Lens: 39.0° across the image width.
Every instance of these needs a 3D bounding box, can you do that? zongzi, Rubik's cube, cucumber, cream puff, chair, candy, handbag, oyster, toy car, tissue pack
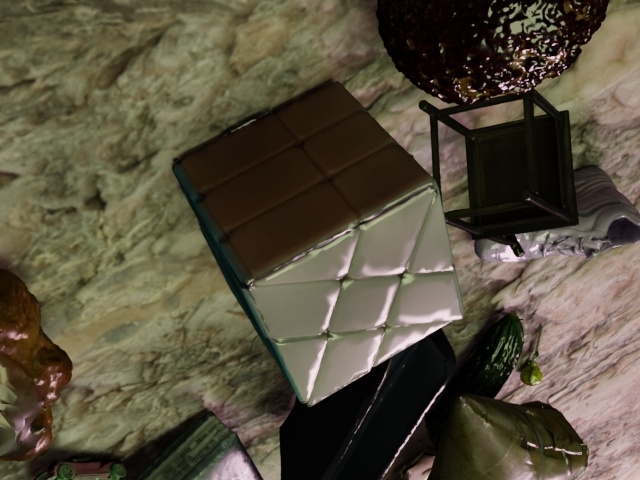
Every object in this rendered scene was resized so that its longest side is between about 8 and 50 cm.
[{"bbox_3d":[0.208,0.366,1.370,0.323,0.160,0.360,-51,140,11],"label":"zongzi"},{"bbox_3d":[0.000,0.000,1.013,0.221,0.225,0.231,-29,135,-9],"label":"Rubik's cube"},{"bbox_3d":[0.255,0.231,1.465,0.077,0.077,0.265,17,116,-40],"label":"cucumber"},{"bbox_3d":[-0.382,0.145,0.945,0.241,0.155,0.269,-38,134,-1],"label":"cream puff"},{"bbox_3d":[0.232,-0.078,1.085,0.141,0.155,0.260,-8,167,32],"label":"chair"},{"bbox_3d":[0.369,0.196,1.543,0.035,0.035,0.123,-11,122,-29],"label":"candy"},{"bbox_3d":[0.051,0.205,1.214,0.118,0.269,0.326,22,114,-17],"label":"handbag"},{"bbox_3d":[0.213,0.431,1.597,0.214,0.083,0.223,-19,127,-22],"label":"oyster"},{"bbox_3d":[-0.321,0.315,1.190,0.069,0.055,0.142,-47,146,21],"label":"toy car"},{"bbox_3d":[-0.198,0.386,1.255,0.257,0.081,0.185,-42,140,-22],"label":"tissue pack"},{"bbox_3d":[0.176,-0.241,0.922,0.239,0.239,0.165,-34,127,-4],"label":"cream puff"}]

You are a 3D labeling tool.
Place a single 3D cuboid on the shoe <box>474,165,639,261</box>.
[{"bbox_3d":[0.341,-0.013,1.278,0.245,0.137,0.095,-22,129,-15],"label":"shoe"}]
